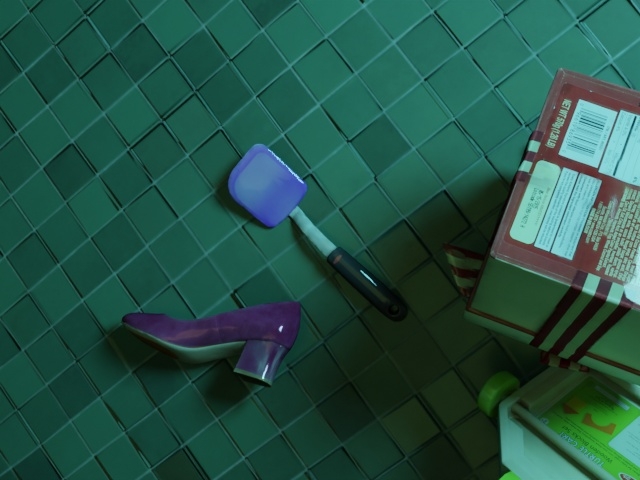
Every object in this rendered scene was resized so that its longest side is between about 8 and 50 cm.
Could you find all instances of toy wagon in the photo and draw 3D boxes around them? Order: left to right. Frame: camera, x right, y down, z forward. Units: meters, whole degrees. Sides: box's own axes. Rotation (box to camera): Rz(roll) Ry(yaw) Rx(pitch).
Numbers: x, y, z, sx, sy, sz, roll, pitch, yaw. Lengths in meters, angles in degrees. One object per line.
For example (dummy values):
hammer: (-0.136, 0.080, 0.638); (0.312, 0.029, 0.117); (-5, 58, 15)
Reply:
toy wagon: (0.295, 0.229, 0.963); (0.267, 0.344, 0.068); (37, 146, 40)

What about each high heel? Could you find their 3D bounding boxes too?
high heel: (-0.147, 0.107, 1.196); (0.244, 0.082, 0.117); (13, 67, 26)

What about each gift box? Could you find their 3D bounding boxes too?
gift box: (0.285, -0.015, 0.950); (0.276, 0.258, 0.255); (25, 73, 13)

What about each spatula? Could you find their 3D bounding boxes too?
spatula: (0.000, 0.000, 1.163); (0.296, 0.030, 0.084); (44, 103, 8)
